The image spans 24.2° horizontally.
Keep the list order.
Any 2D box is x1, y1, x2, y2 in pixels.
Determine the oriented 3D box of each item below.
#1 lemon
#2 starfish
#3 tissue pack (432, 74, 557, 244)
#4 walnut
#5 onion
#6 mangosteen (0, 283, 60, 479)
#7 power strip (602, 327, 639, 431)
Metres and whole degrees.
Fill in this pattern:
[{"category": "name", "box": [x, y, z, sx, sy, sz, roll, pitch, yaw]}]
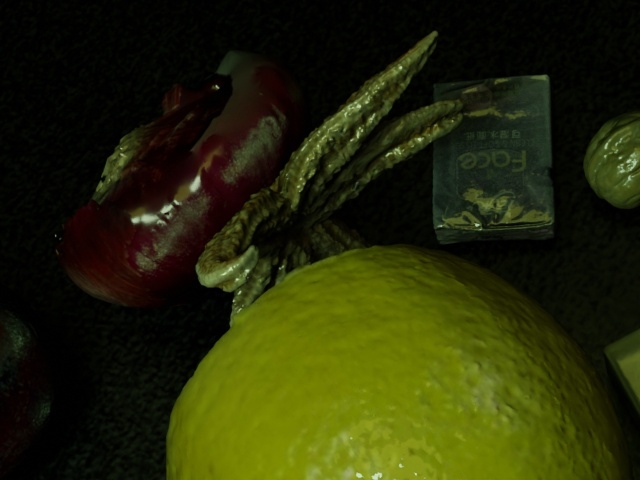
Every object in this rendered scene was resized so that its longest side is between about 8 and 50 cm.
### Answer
[{"category": "lemon", "box": [0.080, 0.205, 1.123, 0.364, 0.364, 0.364, -5, 68, 11]}, {"category": "starfish", "box": [-0.009, -0.005, 1.231, 0.094, 0.327, 0.375, 35, 120, 23]}, {"category": "tissue pack", "box": [0.162, -0.075, 1.385, 0.112, 0.051, 0.156, -3, 68, 11]}, {"category": "walnut", "box": [0.280, -0.074, 1.342, 0.092, 0.092, 0.092, -5, 68, 11]}, {"category": "onion", "box": [-0.098, -0.034, 1.345, 0.272, 0.272, 0.195, -45, 103, -6]}, {"category": "mangosteen", "box": [-0.344, 0.131, 1.337, 0.216, 0.216, 0.216, -5, 68, 11]}, {"category": "power strip", "box": [0.341, 0.245, 1.194, 0.062, 0.091, 0.385, -27, 65, 3]}]
